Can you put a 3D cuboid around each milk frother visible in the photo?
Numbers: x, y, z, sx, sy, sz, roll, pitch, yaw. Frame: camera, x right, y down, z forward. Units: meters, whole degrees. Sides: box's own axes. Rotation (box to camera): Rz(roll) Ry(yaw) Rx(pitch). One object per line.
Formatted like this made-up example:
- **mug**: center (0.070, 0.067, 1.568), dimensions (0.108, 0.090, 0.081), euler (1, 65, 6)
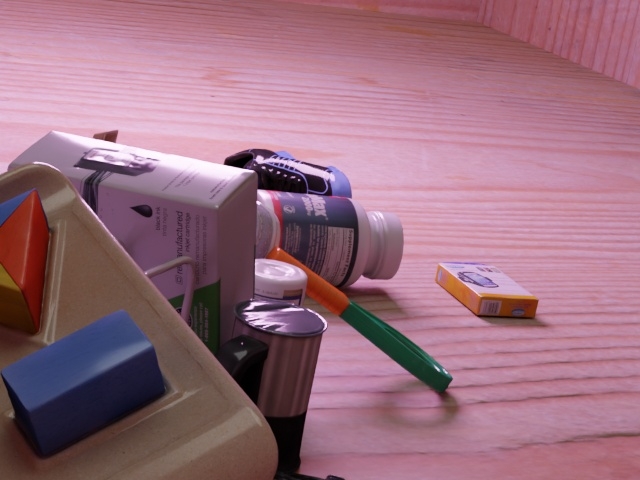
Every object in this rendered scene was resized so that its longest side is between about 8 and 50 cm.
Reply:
- **milk frother**: center (-0.023, 0.140, 1.386), dimensions (0.143, 0.135, 0.129), euler (14, 17, 11)

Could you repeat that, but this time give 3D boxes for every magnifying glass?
- **magnifying glass**: center (0.040, 0.081, 1.641), dimensions (0.231, 0.026, 0.092), euler (38, 4, -17)

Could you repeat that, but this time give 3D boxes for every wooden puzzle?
- **wooden puzzle**: center (-0.247, 0.097, 1.105), dimensions (0.322, 0.080, 0.348), euler (-27, 51, -19)

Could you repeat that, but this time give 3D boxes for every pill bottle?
- **pill bottle**: center (-0.055, 0.084, 1.577), dimensions (0.067, 0.120, 0.067), euler (10, 16, -3)
- **pill bottle**: center (0.000, 0.000, 1.919), dimensions (0.180, 0.108, 0.108), euler (5, 18, -22)

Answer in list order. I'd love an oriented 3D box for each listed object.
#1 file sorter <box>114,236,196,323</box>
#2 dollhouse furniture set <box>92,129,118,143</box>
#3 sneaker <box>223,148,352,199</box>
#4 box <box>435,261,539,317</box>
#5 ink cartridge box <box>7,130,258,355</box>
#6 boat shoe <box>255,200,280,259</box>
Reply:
- **file sorter**: center (-0.269, 0.073, 1.358), dimensions (0.277, 0.193, 0.173), euler (16, 15, 16)
- **dollhouse furniture set**: center (-0.258, -0.071, 1.981), dimensions (0.081, 0.114, 0.091), euler (22, 17, 20)
- **sneaker**: center (-0.047, -0.072, 2.192), dimensions (0.090, 0.081, 0.232), euler (-3, 14, -31)
- **box**: center (0.199, 0.058, 1.997), dimensions (0.081, 0.028, 0.136), euler (4, 15, -23)
- **ink cartridge box**: center (-0.167, 0.002, 1.450), dimensions (0.208, 0.153, 0.087), euler (12, 28, 19)
- **boat shoe**: center (-0.200, -0.014, 1.660), dimensions (0.320, 0.118, 0.103), euler (9, -10, 16)
